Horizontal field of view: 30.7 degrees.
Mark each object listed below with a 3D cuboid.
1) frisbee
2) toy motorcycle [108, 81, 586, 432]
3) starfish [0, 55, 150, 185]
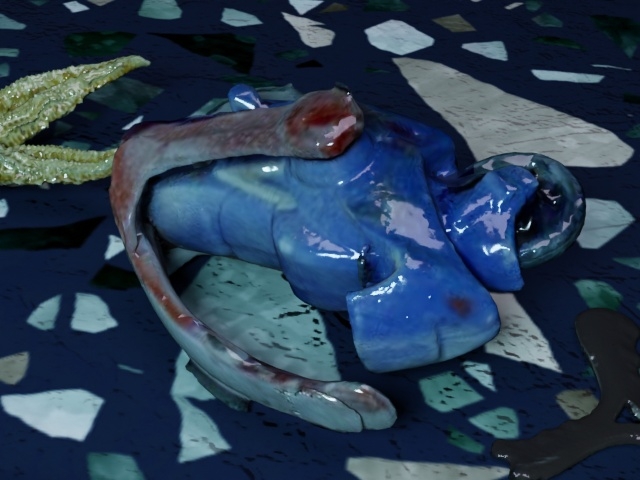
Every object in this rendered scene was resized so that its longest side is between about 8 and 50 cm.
[{"bbox_3d":[0.200,0.126,0.782,0.187,0.012,0.211,-17,40,-27],"label":"frisbee"},{"bbox_3d":[0.008,0.012,0.830,0.319,0.241,0.182,18,-5,28],"label":"toy motorcycle"},{"bbox_3d":[-0.311,-0.075,0.962,0.357,0.078,0.347,16,35,17],"label":"starfish"}]
